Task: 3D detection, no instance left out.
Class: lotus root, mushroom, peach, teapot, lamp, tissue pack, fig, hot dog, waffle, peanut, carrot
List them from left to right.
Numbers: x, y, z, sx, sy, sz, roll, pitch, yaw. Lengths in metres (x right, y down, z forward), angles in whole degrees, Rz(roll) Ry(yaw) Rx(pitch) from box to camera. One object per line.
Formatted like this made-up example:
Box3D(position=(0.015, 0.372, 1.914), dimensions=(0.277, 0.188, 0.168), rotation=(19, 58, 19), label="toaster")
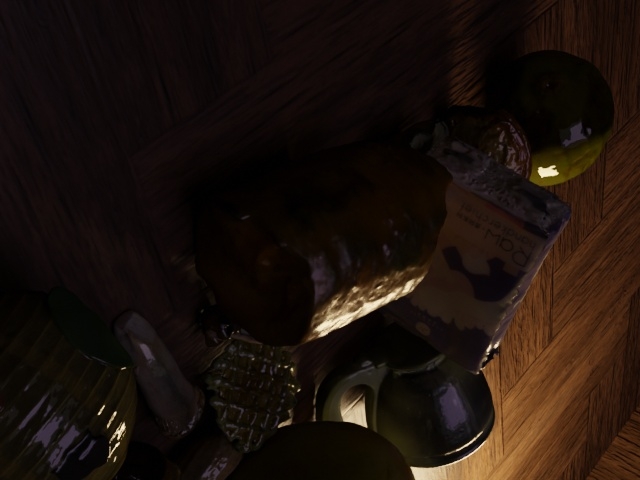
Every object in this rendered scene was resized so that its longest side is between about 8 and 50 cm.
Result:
Box3D(position=(-0.296, 0.189, 0.872), dimensions=(0.284, 0.250, 0.250), rotation=(44, 73, -22), label="lamp")
Box3D(position=(-0.265, 0.373, 1.114), dimensions=(0.161, 0.161, 0.185), rotation=(-15, 126, -46), label="lamp")
Box3D(position=(-0.219, 0.181, 1.135), dimensions=(0.084, 0.071, 0.209), rotation=(-47, 137, -31), label="mushroom")
Box3D(position=(-0.184, 0.357, 1.254), dimensions=(0.194, 0.093, 0.083), rotation=(-45, 169, -23), label="peanut")
Box3D(position=(-0.108, 0.133, 1.241), dimensions=(0.061, 0.060, 0.187), rotation=(-28, 152, 28), label="mushroom")
Box3D(position=(-0.100, 0.223, 1.279), dimensions=(0.183, 0.036, 0.169), rotation=(-43, 118, -45), label="waffle")
Box3D(position=(-0.009, 0.434, 1.326), dimensions=(0.314, 0.315, 0.281), rotation=(-55, 142, -23), label="peach")
Box3D(position=(0.000, 0.000, 1.155), dimensions=(0.340, 0.241, 0.242), rotation=(-22, 127, -39), label="carrot")
Box3D(position=(0.128, -0.122, 1.380), dimensions=(0.204, 0.078, 0.183), rotation=(-60, 158, 6), label="lotus root")
Box3D(position=(0.150, 0.269, 1.566), dimensions=(0.239, 0.321, 0.239), rotation=(-79, 155, -57), label="teapot")
Box3D(position=(0.235, 0.028, 1.377), dimensions=(0.125, 0.242, 0.344), rotation=(-37, 152, -41), label="tissue pack")
Box3D(position=(0.277, -0.109, 1.474), dimensions=(0.114, 0.175, 0.259), rotation=(-18, 117, -52), label="hot dog")
Box3D(position=(0.422, -0.217, 1.564), dimensions=(0.239, 0.239, 0.271), rotation=(-55, 163, -13), label="fig")
